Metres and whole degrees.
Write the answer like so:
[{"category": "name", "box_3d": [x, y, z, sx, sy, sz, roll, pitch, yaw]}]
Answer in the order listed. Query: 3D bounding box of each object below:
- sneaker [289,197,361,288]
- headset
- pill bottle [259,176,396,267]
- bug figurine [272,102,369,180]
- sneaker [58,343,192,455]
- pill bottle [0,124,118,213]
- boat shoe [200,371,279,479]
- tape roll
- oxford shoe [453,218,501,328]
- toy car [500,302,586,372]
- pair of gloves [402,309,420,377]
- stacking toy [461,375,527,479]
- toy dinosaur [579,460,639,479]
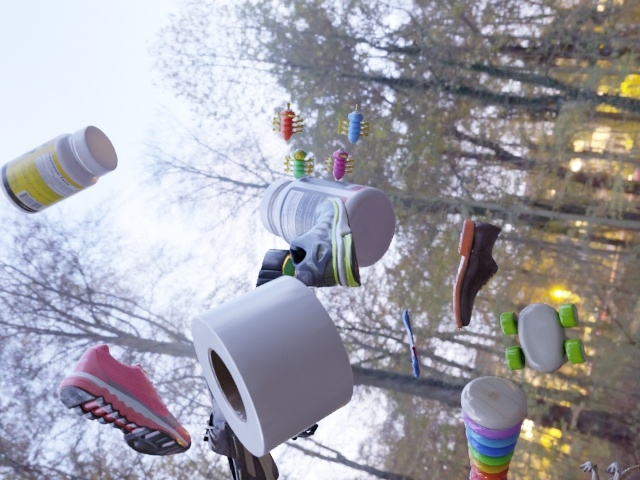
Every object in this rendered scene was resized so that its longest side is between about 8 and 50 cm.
[{"category": "sneaker", "box_3d": [0.000, 0.000, 1.093, 0.300, 0.121, 0.111, -99, 0, -68]}, {"category": "headset", "box_3d": [-0.074, 0.202, 1.176, 0.243, 0.185, 0.394, 84, -168, -55]}, {"category": "pill bottle", "box_3d": [0.008, -0.063, 1.554, 0.210, 0.363, 0.210, -13, -69, -40]}, {"category": "bug figurine", "box_3d": [0.000, -0.276, 1.606, 0.072, 0.279, 0.216, -94, 5, -70]}, {"category": "sneaker", "box_3d": [-0.360, 0.319, 1.137, 0.314, 0.116, 0.136, 50, -148, -32]}, {"category": "pill bottle", "box_3d": [-0.525, -0.144, 1.148, 0.119, 0.208, 0.119, -23, -90, -78]}, {"category": "boat shoe", "box_3d": [-0.228, 0.491, 1.445, 0.130, 0.132, 0.355, -28, -82, -22]}, {"category": "tape roll", "box_3d": [-0.082, 0.199, 0.930, 0.169, 0.246, 0.246, -23, -54, -26]}, {"category": "oxford shoe", "box_3d": [0.374, 0.089, 1.365, 0.097, 0.098, 0.271, -49, -35, -71]}, {"category": "toy car", "box_3d": [0.515, 0.223, 1.275, 0.188, 0.155, 0.149, 20, -119, -52]}, {"category": "pair of gloves", "box_3d": [0.275, 0.311, 1.731, 0.159, 0.023, 0.198, -94, -11, -50]}, {"category": "stacking toy", "box_3d": [0.395, 0.480, 1.333, 0.141, 0.141, 0.330, -46, -40, -46]}, {"category": "toy dinosaur", "box_3d": [0.442, 0.381, 0.874, 0.183, 0.053, 0.093, -38, -69, -28]}]
